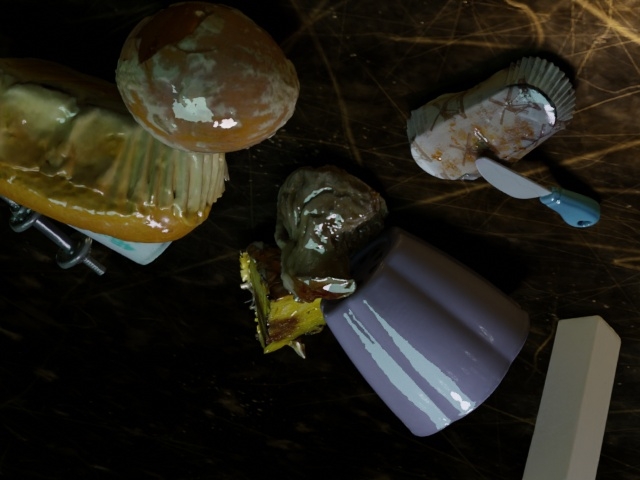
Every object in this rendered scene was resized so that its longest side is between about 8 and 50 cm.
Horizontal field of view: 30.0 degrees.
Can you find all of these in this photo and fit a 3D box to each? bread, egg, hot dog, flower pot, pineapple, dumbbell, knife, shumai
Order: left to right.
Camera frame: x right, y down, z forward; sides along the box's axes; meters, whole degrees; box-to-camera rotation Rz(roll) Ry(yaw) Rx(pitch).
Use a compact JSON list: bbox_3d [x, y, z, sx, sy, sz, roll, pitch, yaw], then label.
[{"bbox_3d":[-0.469,-0.017,2.084,0.082,0.081,0.254,-12,137,41],"label":"dumbbell"},{"bbox_3d":[-0.327,-0.128,1.657,0.389,0.236,0.183,20,107,12],"label":"bread"},{"bbox_3d":[-0.142,-0.203,1.504,0.233,0.195,0.195,17,149,13],"label":"egg"},{"bbox_3d":[-0.045,0.075,1.967,0.161,0.158,0.334,-23,155,-10],"label":"pineapple"},{"bbox_3d":[0.000,0.000,1.755,0.166,0.175,0.206,19,146,2],"label":"shumai"},{"bbox_3d":[0.143,0.118,1.812,0.243,0.265,0.265,44,144,-11],"label":"flower pot"},{"bbox_3d":[0.215,-0.150,1.509,0.131,0.069,0.253,43,140,-19],"label":"hot dog"},{"bbox_3d":[0.279,-0.064,1.572,0.244,0.032,0.058,19,158,-35],"label":"knife"}]

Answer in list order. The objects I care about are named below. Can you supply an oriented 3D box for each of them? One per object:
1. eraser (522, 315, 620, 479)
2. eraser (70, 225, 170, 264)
[{"bbox_3d":[0.386,0.261,1.825,0.078,0.298,0.076,-13,135,41],"label":"eraser"},{"bbox_3d":[-0.365,-0.080,1.907,0.290,0.104,0.189,29,151,-14],"label":"eraser"}]
